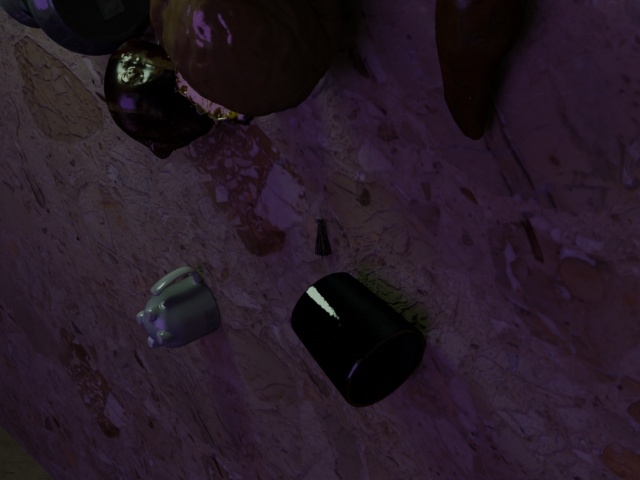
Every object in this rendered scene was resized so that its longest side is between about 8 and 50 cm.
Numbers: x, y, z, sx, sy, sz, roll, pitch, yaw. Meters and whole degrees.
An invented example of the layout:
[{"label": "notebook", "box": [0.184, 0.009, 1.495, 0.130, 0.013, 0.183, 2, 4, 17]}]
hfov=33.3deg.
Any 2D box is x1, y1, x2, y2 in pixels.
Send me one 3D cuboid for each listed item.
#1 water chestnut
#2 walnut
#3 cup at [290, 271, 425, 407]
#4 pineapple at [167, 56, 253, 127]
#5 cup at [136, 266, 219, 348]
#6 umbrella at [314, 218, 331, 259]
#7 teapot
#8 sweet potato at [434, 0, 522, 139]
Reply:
[{"label": "water chestnut", "box": [-0.282, -0.277, 1.934, 0.224, 0.224, 0.238, 25, 88, 45]}, {"label": "walnut", "box": [-0.110, -0.331, 1.550, 0.252, 0.277, 0.313, 22, 167, 25]}, {"label": "cup", "box": [0.051, 0.187, 1.815, 0.177, 0.166, 0.239, 44, 141, 34]}, {"label": "pineapple", "box": [-0.148, -0.294, 1.786, 0.225, 0.076, 0.224, 6, 107, 20]}, {"label": "cup", "box": [-0.308, 0.156, 2.316, 0.134, 0.142, 0.173, 56, 146, 13]}, {"label": "umbrella", "box": [0.002, -0.001, 1.884, 0.031, 0.020, 0.083, 26, 127, 43]}, {"label": "teapot", "box": [-0.455, -0.475, 2.026, 0.300, 0.253, 0.344, 45, 168, -34]}, {"label": "sweet potato", "box": [0.196, -0.273, 1.336, 0.112, 0.112, 0.359, 46, 161, 26]}]
